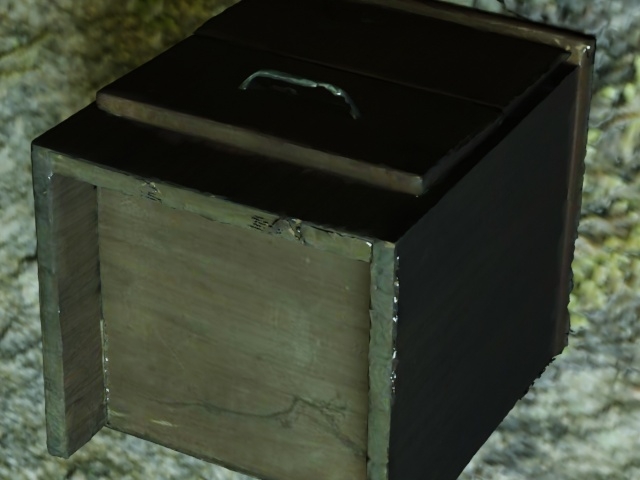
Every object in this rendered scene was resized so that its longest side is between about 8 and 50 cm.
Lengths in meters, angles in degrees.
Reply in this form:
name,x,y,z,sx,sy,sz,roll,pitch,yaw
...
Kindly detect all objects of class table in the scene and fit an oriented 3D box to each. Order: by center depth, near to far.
name,x,y,z,sx,sy,sz,roll,pitch,yaw
table,0.000,0.000,0.852,0.169,0.193,0.172,16,123,25
